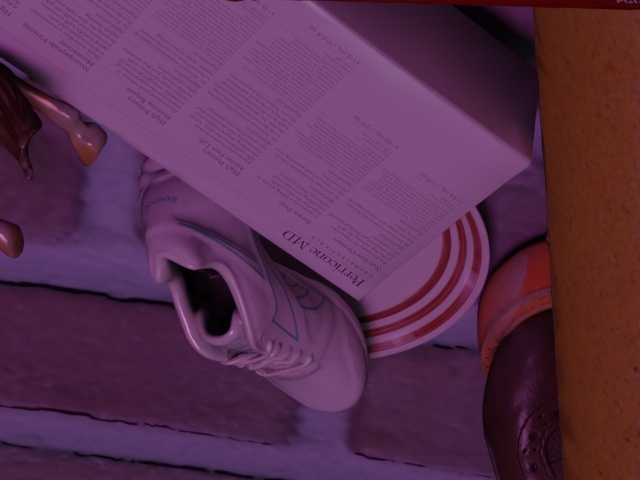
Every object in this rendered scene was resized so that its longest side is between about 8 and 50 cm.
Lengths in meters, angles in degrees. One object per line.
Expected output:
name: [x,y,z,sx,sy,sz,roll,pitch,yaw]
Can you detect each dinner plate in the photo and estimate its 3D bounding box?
dinner plate: [0.000,0.000,0.757,0.141,0.017,0.141,3,135,3]

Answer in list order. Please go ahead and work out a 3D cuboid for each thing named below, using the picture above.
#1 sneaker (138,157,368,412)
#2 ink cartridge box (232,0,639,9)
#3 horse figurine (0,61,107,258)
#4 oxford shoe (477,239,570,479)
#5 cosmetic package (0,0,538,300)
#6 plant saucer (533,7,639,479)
sneaker: [-0.030,0.031,0.739,0.053,0.061,0.152,-20,132,24]
ink cartridge box: [0.086,-0.163,0.392,0.309,0.130,0.272,4,161,20]
horse figurine: [-0.196,-0.039,0.689,0.174,0.066,0.263,33,146,-25]
oxford shoe: [0.239,0.105,0.755,0.363,0.133,0.130,10,136,-4]
cosmetic package: [-0.045,-0.083,0.633,0.239,0.060,0.099,35,128,-20]
plant saucer: [0.235,-0.020,0.574,0.332,0.081,0.333,-3,110,10]
